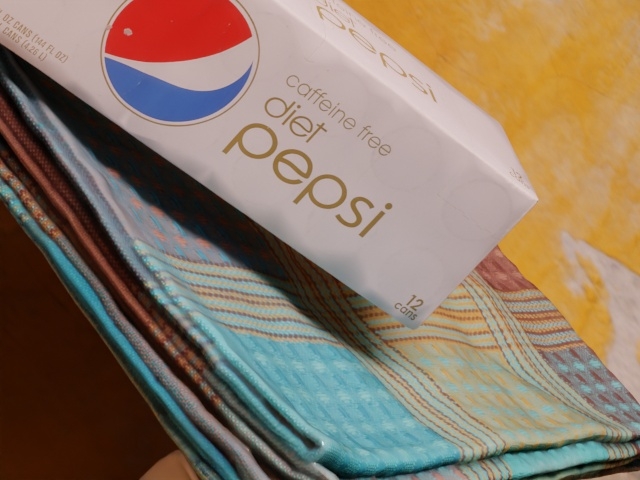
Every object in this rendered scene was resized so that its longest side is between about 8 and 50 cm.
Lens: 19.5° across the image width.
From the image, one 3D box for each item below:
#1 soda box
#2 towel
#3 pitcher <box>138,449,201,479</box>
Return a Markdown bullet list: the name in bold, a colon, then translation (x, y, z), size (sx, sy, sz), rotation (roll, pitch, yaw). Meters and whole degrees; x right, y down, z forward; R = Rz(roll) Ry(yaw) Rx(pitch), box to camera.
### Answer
- **soda box**: translation (-0.025, -0.062, 0.680), size (0.216, 0.074, 0.069), rotation (35, 19, -25)
- **towel**: translation (0.000, 0.000, 0.778), size (0.271, 0.040, 0.370), rotation (50, 20, 21)
- **pitcher**: translation (0.022, 0.184, 0.682), size (0.207, 0.125, 0.178), rotation (19, 59, -25)
